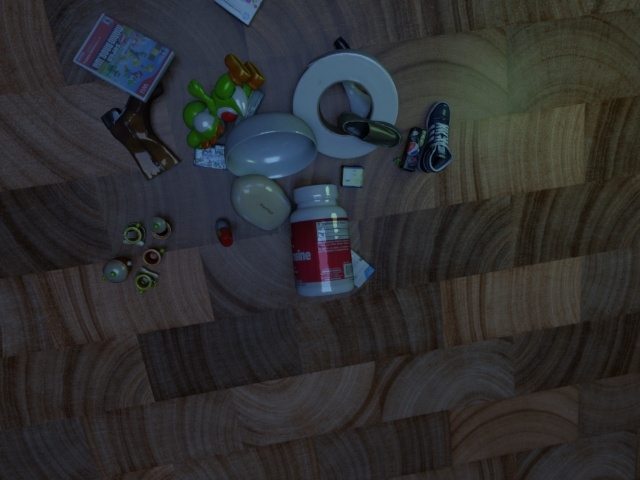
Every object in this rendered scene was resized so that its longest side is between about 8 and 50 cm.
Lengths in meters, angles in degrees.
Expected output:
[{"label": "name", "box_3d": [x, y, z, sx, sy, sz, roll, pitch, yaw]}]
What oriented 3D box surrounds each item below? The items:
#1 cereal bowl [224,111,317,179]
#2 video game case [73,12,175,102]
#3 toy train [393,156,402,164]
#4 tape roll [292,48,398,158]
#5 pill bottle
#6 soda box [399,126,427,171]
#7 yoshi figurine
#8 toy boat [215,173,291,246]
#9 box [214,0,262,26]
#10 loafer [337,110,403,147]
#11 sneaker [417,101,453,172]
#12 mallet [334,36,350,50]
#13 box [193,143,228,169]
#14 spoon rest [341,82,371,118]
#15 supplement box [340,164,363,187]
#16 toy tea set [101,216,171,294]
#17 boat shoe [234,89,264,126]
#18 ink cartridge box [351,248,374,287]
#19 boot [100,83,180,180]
[{"label": "cereal bowl", "box_3d": [-0.185, -0.355, 1.574, 0.338, 0.339, 0.141, -12, 72, -3]}, {"label": "video game case", "box_3d": [-0.680, -0.634, 1.516, 0.285, 0.025, 0.204, 29, 85, 1]}, {"label": "toy train", "box_3d": [0.335, -0.313, 1.776, 0.083, 0.017, 0.024, 26, 91, -12]}, {"label": "tape roll", "box_3d": [0.089, -0.493, 1.604, 0.391, 0.072, 0.393, 2, 125, 3]}, {"label": "pill bottle", "box_3d": [0.000, 0.000, 1.684, 0.228, 0.229, 0.409, -6, 88, -5]}, {"label": "soda box", "box_3d": [0.367, -0.360, 1.735, 0.053, 0.060, 0.169, 14, 95, -8]}, {"label": "yoshi figurine", "box_3d": [-0.375, -0.493, 1.544, 0.203, 0.203, 0.362, 34, 116, -26]}, {"label": "toy boat", "box_3d": [-0.285, -0.114, 1.693, 0.318, 0.148, 0.267, -42, 127, 4]}, {"label": "box", "box_3d": [-0.269, -0.886, 1.547, 0.145, 0.038, 0.186, 32, 100, -13]}, {"label": "loafer", "box_3d": [0.178, -0.386, 1.576, 0.250, 0.087, 0.095, 15, 125, -6]}, {"label": "sneaker", "box_3d": [0.463, -0.397, 1.697, 0.099, 0.153, 0.283, 11, 103, -10]}, {"label": "mallet", "box_3d": [0.034, -0.670, 1.642, 0.062, 0.039, 0.190, 39, 101, -11]}, {"label": "box", "box_3d": [-0.416, -0.327, 1.682, 0.136, 0.027, 0.094, 6, 103, -8]}, {"label": "spoon rest", "box_3d": [0.159, -0.526, 1.679, 0.137, 0.084, 0.276, -35, 119, 5]}, {"label": "supplement box", "box_3d": [0.125, -0.255, 1.747, 0.083, 0.056, 0.083, 2, 104, -7]}, {"label": "toy tea set", "box_3d": [-0.708, 0.051, 1.698, 0.199, 0.124, 0.336, 22, 101, -11]}, {"label": "boat shoe", "box_3d": [-0.268, -0.456, 1.638, 0.081, 0.079, 0.228, 19, 99, -6]}, {"label": "ink cartridge box", "box_3d": [0.126, 0.099, 1.838, 0.180, 0.060, 0.104, 41, 97, -15]}, {"label": "boot", "box_3d": [-0.617, -0.398, 1.608, 0.264, 0.096, 0.281, -35, 108, 0]}]
